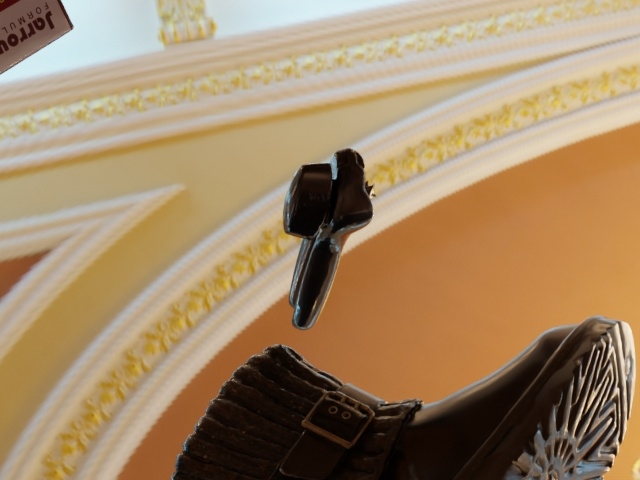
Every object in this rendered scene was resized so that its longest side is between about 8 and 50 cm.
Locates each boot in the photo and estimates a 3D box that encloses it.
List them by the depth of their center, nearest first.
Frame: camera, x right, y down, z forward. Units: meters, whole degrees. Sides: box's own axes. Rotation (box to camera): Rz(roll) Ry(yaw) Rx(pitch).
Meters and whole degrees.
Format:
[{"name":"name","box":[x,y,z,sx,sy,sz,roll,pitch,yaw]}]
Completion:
[{"name":"boot","box":[0.071,0.147,0.838,0.260,0.131,0.348,17,-139,40]}]

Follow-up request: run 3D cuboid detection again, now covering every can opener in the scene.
[{"name":"can opener","box":[0.000,0.000,0.854,0.073,0.186,0.059,8,-133,-5]}]

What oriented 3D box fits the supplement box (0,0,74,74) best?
[{"name":"supplement box","box":[-0.249,-0.193,0.564,0.073,0.239,0.130,9,-138,43]}]
